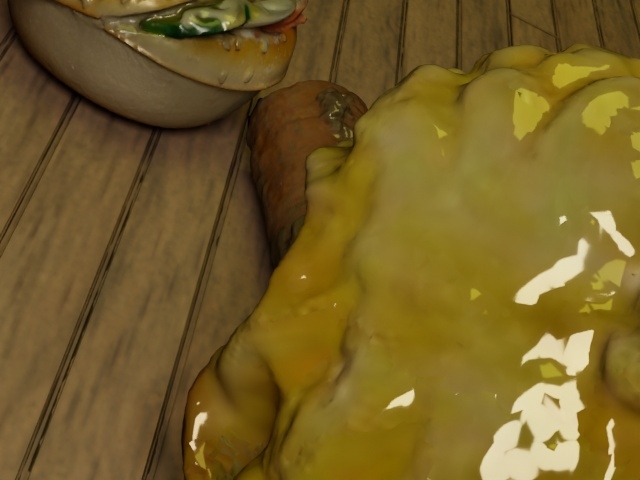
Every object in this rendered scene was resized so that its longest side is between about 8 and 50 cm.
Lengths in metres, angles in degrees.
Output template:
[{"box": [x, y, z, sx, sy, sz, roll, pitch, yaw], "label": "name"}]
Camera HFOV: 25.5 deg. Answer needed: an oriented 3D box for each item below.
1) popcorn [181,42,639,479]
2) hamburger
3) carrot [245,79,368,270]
[{"box": [0.115, 0.088, 0.725, 0.349, 0.349, 0.381, 45, -4, 22], "label": "popcorn"}, {"box": [-0.124, -0.182, 1.035, 0.237, 0.147, 0.237, 22, 29, -13], "label": "hamburger"}, {"box": [0.000, 0.000, 0.950, 0.102, 0.102, 0.263, 19, 37, -19], "label": "carrot"}]
